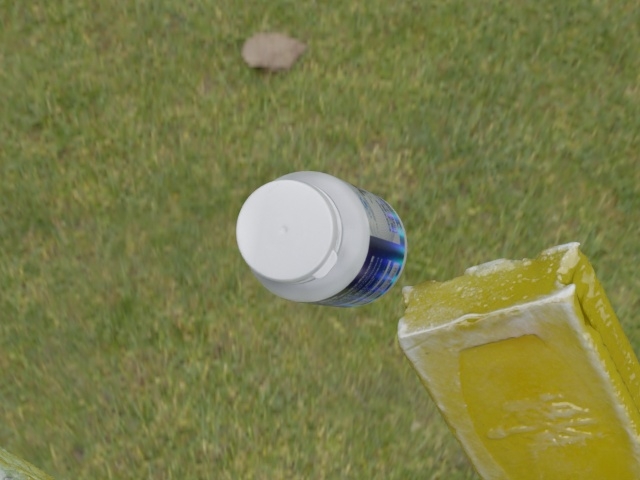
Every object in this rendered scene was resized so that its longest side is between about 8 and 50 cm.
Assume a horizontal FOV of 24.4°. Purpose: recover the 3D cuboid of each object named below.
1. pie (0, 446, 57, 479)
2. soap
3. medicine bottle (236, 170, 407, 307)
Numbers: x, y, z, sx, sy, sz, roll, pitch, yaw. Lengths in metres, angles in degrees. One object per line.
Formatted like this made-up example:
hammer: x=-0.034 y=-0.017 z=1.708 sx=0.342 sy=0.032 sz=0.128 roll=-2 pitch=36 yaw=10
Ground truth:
pie: x=-0.206 y=0.230 z=1.129 sx=0.105 sy=0.274 sz=0.257 roll=-45 pitch=34 yaw=-1
soap: x=0.224 y=0.160 z=1.491 sx=0.199 sy=0.315 sz=0.091 roll=-14 pitch=33 yaw=25
medicine bottle: x=0.000 y=0.000 z=1.224 sx=0.107 sy=0.191 sz=0.107 roll=-2 pitch=85 yaw=17
